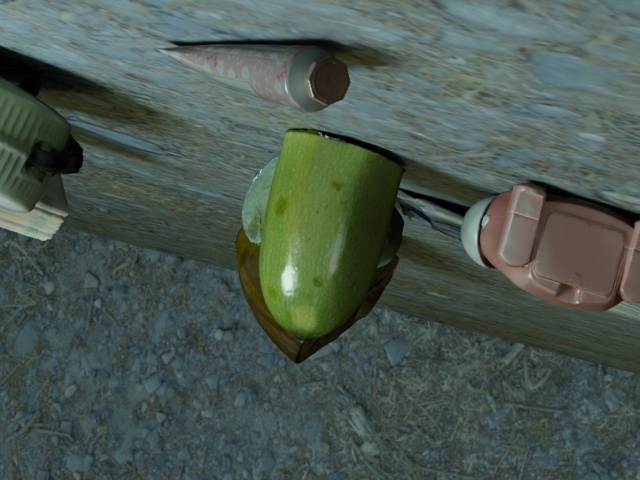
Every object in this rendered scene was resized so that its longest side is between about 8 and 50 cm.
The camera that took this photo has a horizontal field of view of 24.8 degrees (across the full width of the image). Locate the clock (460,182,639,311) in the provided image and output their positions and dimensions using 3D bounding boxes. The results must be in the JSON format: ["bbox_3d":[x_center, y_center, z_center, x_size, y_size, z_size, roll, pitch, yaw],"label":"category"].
[{"bbox_3d":[0.212,0.012,1.302,0.165,0.093,0.162,16,177,-5],"label":"clock"}]

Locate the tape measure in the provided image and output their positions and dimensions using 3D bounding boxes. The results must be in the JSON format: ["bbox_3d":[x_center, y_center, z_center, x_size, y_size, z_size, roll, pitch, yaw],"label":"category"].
[{"bbox_3d":[-0.355,-0.120,1.424,0.231,0.133,0.271,27,172,-23],"label":"tape measure"}]

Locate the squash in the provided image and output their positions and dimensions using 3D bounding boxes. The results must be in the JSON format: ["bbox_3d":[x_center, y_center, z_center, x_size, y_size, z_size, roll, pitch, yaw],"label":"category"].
[{"bbox_3d":[0.000,0.000,1.328,0.123,0.187,0.123,15,-179,0],"label":"squash"}]

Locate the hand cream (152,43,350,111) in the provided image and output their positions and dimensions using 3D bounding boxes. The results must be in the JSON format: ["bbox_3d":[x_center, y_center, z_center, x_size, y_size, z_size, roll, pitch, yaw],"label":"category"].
[{"bbox_3d":[-0.047,-0.118,1.017,0.067,0.043,0.209,14,-178,-31],"label":"hand cream"}]

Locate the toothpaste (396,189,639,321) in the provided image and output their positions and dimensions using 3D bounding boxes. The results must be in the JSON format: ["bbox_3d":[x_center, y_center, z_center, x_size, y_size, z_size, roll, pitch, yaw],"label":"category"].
[{"bbox_3d":[0.208,0.012,1.501,0.282,0.068,0.099,24,146,12],"label":"toothpaste"}]

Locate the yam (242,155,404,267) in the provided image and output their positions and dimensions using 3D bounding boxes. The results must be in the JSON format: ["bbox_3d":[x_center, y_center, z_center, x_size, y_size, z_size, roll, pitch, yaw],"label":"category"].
[{"bbox_3d":[-0.001,-0.024,1.504,0.107,0.107,0.183,11,174,43],"label":"yam"}]

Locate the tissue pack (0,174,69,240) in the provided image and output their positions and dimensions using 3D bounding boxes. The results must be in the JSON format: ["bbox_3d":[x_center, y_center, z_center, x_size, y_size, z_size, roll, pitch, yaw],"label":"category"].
[{"bbox_3d":[-0.445,-0.112,1.635,0.325,0.071,0.170,21,-151,-40],"label":"tissue pack"}]

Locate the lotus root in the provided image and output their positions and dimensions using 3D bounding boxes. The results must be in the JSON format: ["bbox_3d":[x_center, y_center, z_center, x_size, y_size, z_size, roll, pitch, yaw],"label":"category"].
[{"bbox_3d":[-0.013,0.029,1.904,0.180,0.199,0.188,45,142,17],"label":"lotus root"}]
